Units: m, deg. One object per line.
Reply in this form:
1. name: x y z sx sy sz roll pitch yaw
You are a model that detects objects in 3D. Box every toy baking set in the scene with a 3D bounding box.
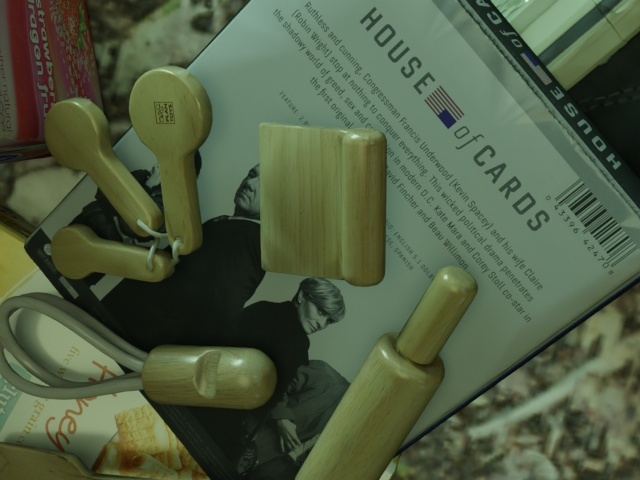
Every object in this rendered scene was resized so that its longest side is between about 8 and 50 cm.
1. toy baking set: -0.051 0.044 0.575 0.197 0.030 0.256 33 119 17

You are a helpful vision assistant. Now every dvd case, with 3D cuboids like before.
1. dvd case: 0.000 0.000 0.564 0.239 0.029 0.179 -41 86 31

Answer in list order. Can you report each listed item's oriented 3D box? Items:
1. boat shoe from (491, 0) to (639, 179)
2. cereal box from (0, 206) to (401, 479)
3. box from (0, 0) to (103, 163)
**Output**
1. boat shoe: 0.251 -0.149 0.483 0.156 0.187 0.500 46 124 -8
2. cereal box: -0.105 0.115 0.666 0.240 0.047 0.173 30 95 5
3. box: -0.204 -0.177 0.608 0.142 0.154 0.299 -9 92 8
